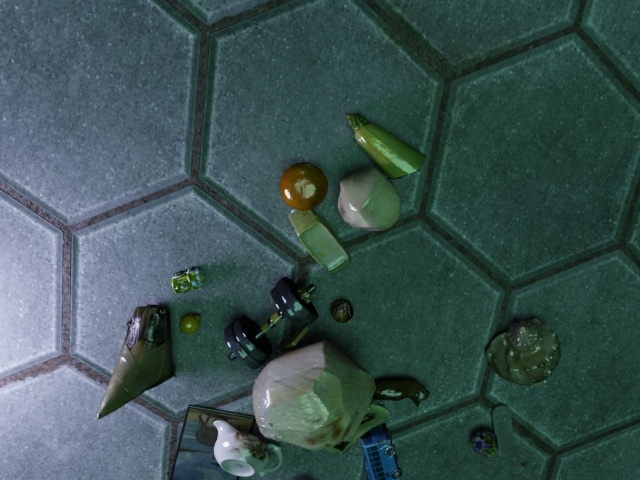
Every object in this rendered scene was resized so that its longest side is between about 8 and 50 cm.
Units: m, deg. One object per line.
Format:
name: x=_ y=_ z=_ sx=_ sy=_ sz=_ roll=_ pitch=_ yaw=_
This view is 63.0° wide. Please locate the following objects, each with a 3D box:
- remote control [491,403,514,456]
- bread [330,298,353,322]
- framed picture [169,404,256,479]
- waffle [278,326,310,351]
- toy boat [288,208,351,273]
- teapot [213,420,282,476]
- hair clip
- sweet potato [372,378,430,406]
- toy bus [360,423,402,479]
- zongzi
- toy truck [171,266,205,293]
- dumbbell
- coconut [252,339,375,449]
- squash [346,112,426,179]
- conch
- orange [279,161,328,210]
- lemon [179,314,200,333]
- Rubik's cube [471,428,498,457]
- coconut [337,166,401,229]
remote control: x=0.734 y=0.764 z=2.100 sx=0.077 sy=0.022 sz=0.245 roll=-12 pitch=107 yaw=-1
bread: x=0.078 y=0.252 z=1.856 sx=0.085 sy=0.053 sz=0.085 roll=-2 pitch=107 yaw=-6
framed picture: x=-0.409 y=0.792 z=1.981 sx=0.265 sy=0.016 sz=0.347 roll=15 pitch=105 yaw=-11
waffle: x=-0.093 y=0.344 z=1.824 sx=0.021 sy=0.135 sz=0.092 roll=47 pitch=58 yaw=-6
toy boat: x=0.000 y=0.001 z=1.758 sx=0.111 sy=0.084 sz=0.276 roll=-34 pitch=108 yaw=6
teapot: x=-0.276 y=0.776 z=1.917 sx=0.298 sy=0.139 sz=0.204 roll=35 pitch=126 yaw=-18
hair clip: x=0.125 y=0.679 z=1.957 sx=0.138 sy=0.091 sz=0.321 roll=28 pitch=122 yaw=-23
sweet potato: x=0.270 y=0.574 z=1.957 sx=0.286 sy=0.085 sz=0.112 roll=-2 pitch=111 yaw=-5
toy bus: x=0.235 y=0.847 z=2.021 sx=0.133 sy=0.116 sz=0.234 roll=-15 pitch=105 yaw=-1
zongzi: x=-0.609 y=0.380 z=1.687 sx=0.154 sy=0.317 sz=0.289 roll=5 pitch=106 yaw=19
toy truck: x=-0.442 y=0.139 z=1.751 sx=0.111 sy=0.077 sz=0.076 roll=-18 pitch=108 yaw=-1
dumbbell: x=-0.166 y=0.277 z=1.768 sx=0.388 sy=0.185 sz=0.185 roll=-41 pitch=107 yaw=6
coconut: x=-0.015 y=0.524 z=1.762 sx=0.415 sy=0.415 sz=0.344 roll=-12 pitch=76 yaw=-3
squash: x=0.185 y=-0.297 z=1.678 sx=0.287 sy=0.137 sz=0.137 roll=32 pitch=101 yaw=-9
conch: x=0.762 y=0.445 z=1.938 sx=0.263 sy=0.186 sz=0.324 roll=-18 pitch=107 yaw=18
orange: x=-0.053 y=-0.173 z=1.681 sx=0.156 sy=0.124 sz=0.156 roll=2 pitch=102 yaw=8
lemon: x=-0.450 y=0.288 z=1.803 sx=0.083 sy=0.062 sz=0.062 roll=-39 pitch=107 yaw=-8
Rubik's cube: x=0.651 y=0.800 z=2.063 sx=0.111 sy=0.111 sz=0.093 roll=-39 pitch=79 yaw=5
coconut: x=0.147 y=-0.131 z=1.676 sx=0.224 sy=0.224 sz=0.224 roll=-2 pitch=107 yaw=-6
